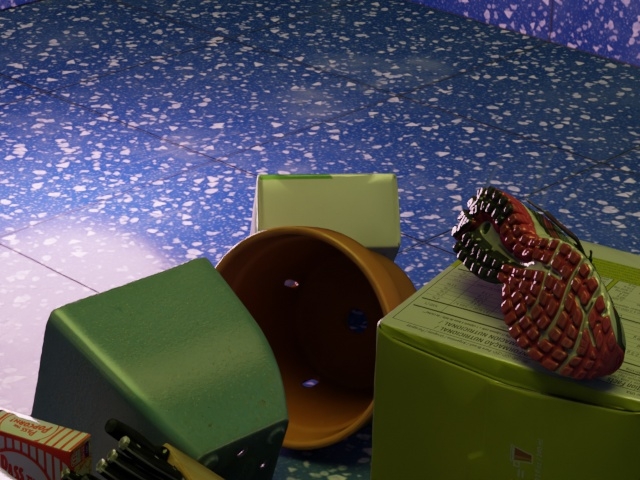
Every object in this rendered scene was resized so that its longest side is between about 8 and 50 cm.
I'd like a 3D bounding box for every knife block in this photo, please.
[{"bbox_3d":[-0.151,0.288,1.980,0.276,0.242,0.088,-11,36,-25],"label":"knife block"}]

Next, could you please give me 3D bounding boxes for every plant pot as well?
[{"bbox_3d":[0.010,0.117,2.358,0.291,0.290,0.203,14,12,26],"label":"plant pot"},{"bbox_3d":[-0.178,0.215,2.168,0.247,0.247,0.252,-21,50,-39],"label":"plant pot"}]

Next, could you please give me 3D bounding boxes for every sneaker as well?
[{"bbox_3d":[0.255,0.042,1.898,0.112,0.121,0.299,21,23,-31],"label":"sneaker"}]

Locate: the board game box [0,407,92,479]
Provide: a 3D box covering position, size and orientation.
[{"bbox_3d":[-0.330,0.295,2.023,0.147,0.193,0.045,13,27,25],"label":"board game box"}]

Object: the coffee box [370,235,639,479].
[{"bbox_3d":[0.280,0.219,2.041,0.338,0.337,0.334,16,29,27],"label":"coffee box"}]

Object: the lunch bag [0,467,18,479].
[{"bbox_3d":[-0.409,0.369,1.801,0.115,0.243,0.303,22,31,39],"label":"lunch bag"}]

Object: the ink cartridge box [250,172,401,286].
[{"bbox_3d":[0.000,0.000,2.588,0.201,0.117,0.278,-1,-18,-5],"label":"ink cartridge box"}]
